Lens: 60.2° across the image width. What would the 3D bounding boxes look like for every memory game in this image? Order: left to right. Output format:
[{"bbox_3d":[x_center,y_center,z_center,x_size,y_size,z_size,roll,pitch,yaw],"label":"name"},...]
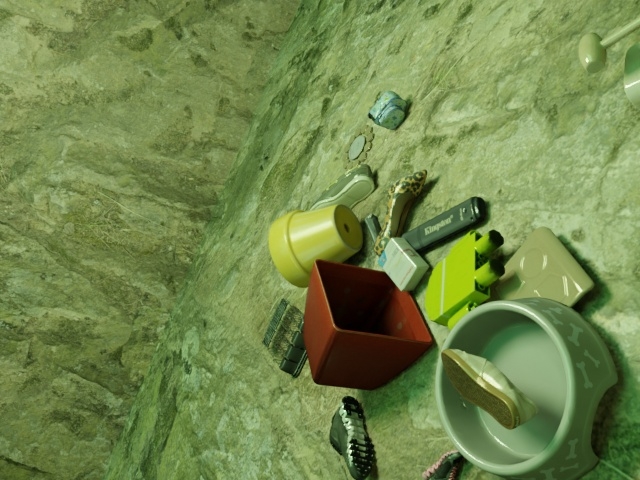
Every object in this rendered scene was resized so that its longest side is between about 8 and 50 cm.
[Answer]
[{"bbox_3d":[0.137,-0.342,2.043,0.186,0.012,0.186,-41,38,41],"label":"memory game"}]

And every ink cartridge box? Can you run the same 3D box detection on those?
[{"bbox_3d":[0.221,0.064,1.482,0.122,0.052,0.089,55,130,39],"label":"ink cartridge box"}]

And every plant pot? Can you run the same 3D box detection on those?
[{"bbox_3d":[0.000,0.000,1.801,0.239,0.254,0.254,-24,47,31],"label":"plant pot"},{"bbox_3d":[0.089,0.239,1.439,0.267,0.267,0.236,-108,35,-52],"label":"plant pot"}]

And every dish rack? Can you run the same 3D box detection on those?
[{"bbox_3d":[-0.114,0.323,1.918,0.208,0.074,0.271,-64,25,2],"label":"dish rack"}]

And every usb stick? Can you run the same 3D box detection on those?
[{"bbox_3d":[0.314,-0.032,1.446,0.278,0.045,0.077,-32,45,48],"label":"usb stick"}]

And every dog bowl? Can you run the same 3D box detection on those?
[{"bbox_3d":[0.356,0.270,1.023,0.348,0.102,0.349,-28,54,49],"label":"dog bowl"}]

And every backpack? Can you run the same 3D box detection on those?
[{"bbox_3d":[0.233,-0.432,1.846,0.114,0.105,0.084,-54,52,22],"label":"backpack"}]

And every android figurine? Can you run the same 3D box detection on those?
[{"bbox_3d":[0.324,0.096,1.275,0.273,0.056,0.248,125,163,-48],"label":"android figurine"}]

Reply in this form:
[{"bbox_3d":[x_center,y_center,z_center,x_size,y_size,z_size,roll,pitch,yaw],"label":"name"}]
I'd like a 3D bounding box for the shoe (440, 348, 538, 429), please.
[{"bbox_3d":[0.293,0.257,0.985,0.219,0.058,0.077,-140,37,-60],"label":"shoe"}]

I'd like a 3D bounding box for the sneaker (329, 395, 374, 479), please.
[{"bbox_3d":[0.074,0.522,1.420,0.106,0.078,0.234,-56,25,26],"label":"sneaker"}]

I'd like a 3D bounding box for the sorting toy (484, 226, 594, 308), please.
[{"bbox_3d":[0.435,0.102,1.124,0.208,0.038,0.193,-55,29,28],"label":"sorting toy"}]

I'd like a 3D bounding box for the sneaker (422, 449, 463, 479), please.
[{"bbox_3d":[0.266,0.480,1.147,0.119,0.047,0.057,-56,45,27],"label":"sneaker"}]

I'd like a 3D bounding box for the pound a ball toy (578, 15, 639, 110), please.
[{"bbox_3d":[0.627,-0.310,0.920,0.319,0.208,0.136,-18,53,55],"label":"pound a ball toy"}]

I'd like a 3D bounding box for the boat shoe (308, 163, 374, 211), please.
[{"bbox_3d":[0.068,-0.158,1.926,0.305,0.109,0.091,-33,41,38],"label":"boat shoe"}]

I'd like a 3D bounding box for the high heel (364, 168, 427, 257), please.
[{"bbox_3d":[0.241,-0.065,1.578,0.261,0.093,0.186,-48,42,31],"label":"high heel"}]
